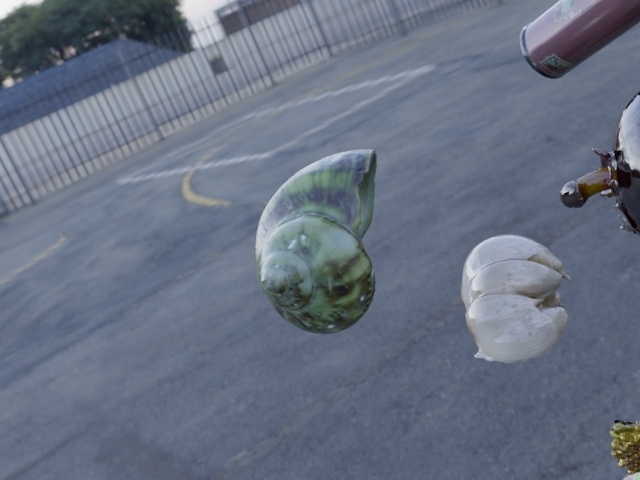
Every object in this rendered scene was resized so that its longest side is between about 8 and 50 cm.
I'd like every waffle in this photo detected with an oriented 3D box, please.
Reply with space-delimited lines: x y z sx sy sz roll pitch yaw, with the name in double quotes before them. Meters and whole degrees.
"waffle" 0.651 0.378 1.638 0.229 0.231 0.051 -13 49 22

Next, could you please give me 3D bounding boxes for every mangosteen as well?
"mangosteen" 0.434 -0.089 1.134 0.261 0.235 0.235 -9 17 12

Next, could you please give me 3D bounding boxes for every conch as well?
"conch" -0.003 0.000 0.912 0.124 0.187 0.181 9 20 -5

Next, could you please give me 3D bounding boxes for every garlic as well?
"garlic" 0.360 0.086 1.661 0.203 0.184 0.281 -13 16 11

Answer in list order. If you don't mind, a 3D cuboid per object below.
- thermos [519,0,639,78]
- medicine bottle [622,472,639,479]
"thermos" 0.475 -0.391 1.434 0.136 0.109 0.330 -44 5 -35
"medicine bottle" 0.747 0.514 1.849 0.225 0.139 0.139 -40 0 41
